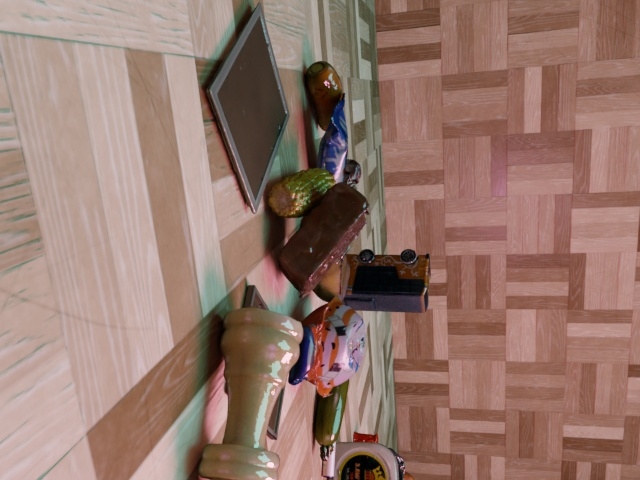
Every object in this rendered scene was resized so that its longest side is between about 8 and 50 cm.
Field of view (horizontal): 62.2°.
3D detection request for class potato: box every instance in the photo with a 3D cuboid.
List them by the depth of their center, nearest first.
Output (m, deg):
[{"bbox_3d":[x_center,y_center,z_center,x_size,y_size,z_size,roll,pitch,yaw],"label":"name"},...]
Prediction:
[{"bbox_3d":[0.015,0.080,1.237,0.243,0.098,0.138,74,22,-67],"label":"potato"}]

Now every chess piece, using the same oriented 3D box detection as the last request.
[{"bbox_3d":[-0.102,0.290,0.673,0.117,0.117,0.397,67,27,-59],"label":"chess piece"}]

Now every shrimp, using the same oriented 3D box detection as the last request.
[{"bbox_3d":[0.079,-0.129,1.593,0.090,0.079,0.233,12,82,-72],"label":"shrimp"}]

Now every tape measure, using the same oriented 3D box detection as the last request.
[{"bbox_3d":[0.122,0.662,1.409,0.115,0.207,0.235,67,23,-65],"label":"tape measure"}]

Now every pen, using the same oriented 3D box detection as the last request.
[{"bbox_3d":[0.027,0.476,1.388,0.033,0.033,0.269,61,31,-64],"label":"pen"}]

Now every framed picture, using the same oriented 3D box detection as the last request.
[{"bbox_3d":[-0.112,-0.225,0.886,0.296,0.019,0.232,-78,161,-44],"label":"framed picture"},{"bbox_3d":[-0.097,0.216,0.908,0.250,0.016,0.184,70,23,-54],"label":"framed picture"}]

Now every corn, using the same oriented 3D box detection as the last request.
[{"bbox_3d":[-0.034,-0.095,1.060,0.091,0.091,0.260,70,19,-4],"label":"corn"}]

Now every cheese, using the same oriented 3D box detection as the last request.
[{"bbox_3d":[0.006,0.221,1.093,0.329,0.129,0.217,19,76,-71],"label":"cheese"}]

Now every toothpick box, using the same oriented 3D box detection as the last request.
[{"bbox_3d":[0.156,0.680,1.815,0.047,0.083,0.047,-1,90,-76],"label":"toothpick box"}]

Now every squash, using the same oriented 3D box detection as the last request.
[{"bbox_3d":[0.030,0.382,1.331,0.071,0.080,0.318,35,41,-25],"label":"squash"}]

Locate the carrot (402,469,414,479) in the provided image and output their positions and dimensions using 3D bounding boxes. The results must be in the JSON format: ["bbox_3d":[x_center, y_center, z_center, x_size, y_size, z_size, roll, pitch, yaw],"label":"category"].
[{"bbox_3d":[0.173,0.743,1.593,0.159,0.225,0.159,-4,90,-81],"label":"carrot"}]

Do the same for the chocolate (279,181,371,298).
[{"bbox_3d":[0.000,0.000,1.011,0.214,0.093,0.148,-49,167,-12],"label":"chocolate"}]

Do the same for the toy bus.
[{"bbox_3d":[0.188,0.127,1.598,0.138,0.275,0.167,70,25,-54],"label":"toy bus"}]

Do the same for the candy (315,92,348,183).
[{"bbox_3d":[0.026,-0.181,1.308,0.187,0.077,0.331,-75,175,-57],"label":"candy"}]

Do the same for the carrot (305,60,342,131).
[{"bbox_3d":[0.018,-0.357,1.325,0.193,0.087,0.087,64,27,-56],"label":"carrot"}]
